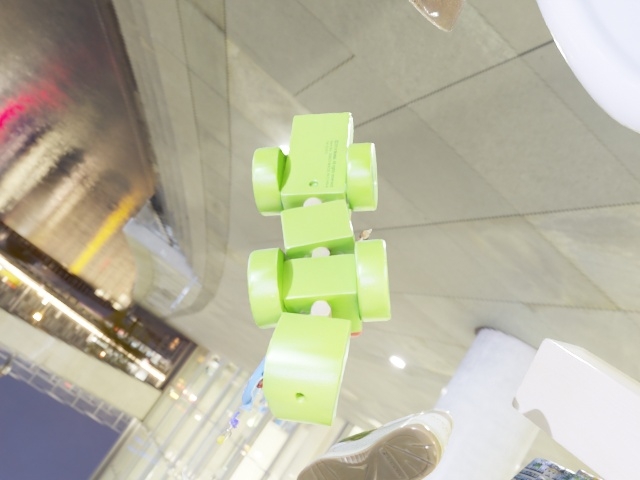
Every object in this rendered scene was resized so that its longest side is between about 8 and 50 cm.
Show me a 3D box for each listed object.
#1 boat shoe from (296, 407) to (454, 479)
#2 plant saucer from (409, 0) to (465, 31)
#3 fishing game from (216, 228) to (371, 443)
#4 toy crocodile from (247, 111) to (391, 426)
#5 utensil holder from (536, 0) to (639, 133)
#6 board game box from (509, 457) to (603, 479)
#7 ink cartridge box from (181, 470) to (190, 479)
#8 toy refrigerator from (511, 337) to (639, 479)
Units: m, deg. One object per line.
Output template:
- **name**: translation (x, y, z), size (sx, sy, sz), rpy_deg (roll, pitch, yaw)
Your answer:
- **boat shoe**: translation (0.042, 0.178, 0.551), size (0.153, 0.048, 0.056), rpy_deg (-42, 81, 34)
- **plant saucer**: translation (0.032, -0.302, 0.512), size (0.050, 0.311, 0.310), rpy_deg (-31, 122, 26)
- **fishing game**: translation (-0.023, 0.110, 0.735), size (0.041, 0.264, 0.189), rpy_deg (35, 163, 3)
- **toy crocodile**: translation (0.000, 0.000, 0.618), size (0.115, 0.341, 0.105), rpy_deg (-5, 136, 4)
- **utensil holder**: translation (0.303, -0.251, 0.289), size (0.327, 0.385, 0.328), rpy_deg (-15, -90, -88)
- **board game box**: translation (0.363, 0.437, 1.089), size (0.194, 0.194, 0.060), rpy_deg (17, 123, 48)
- **ink cartridge box**: translation (-0.146, 0.452, 0.939), size (0.189, 0.066, 0.232), rpy_deg (58, 167, -19)
- **toy refrigerator**: translation (0.362, 0.225, 0.787), size (0.094, 0.102, 0.269), rpy_deg (17, -169, -34)
